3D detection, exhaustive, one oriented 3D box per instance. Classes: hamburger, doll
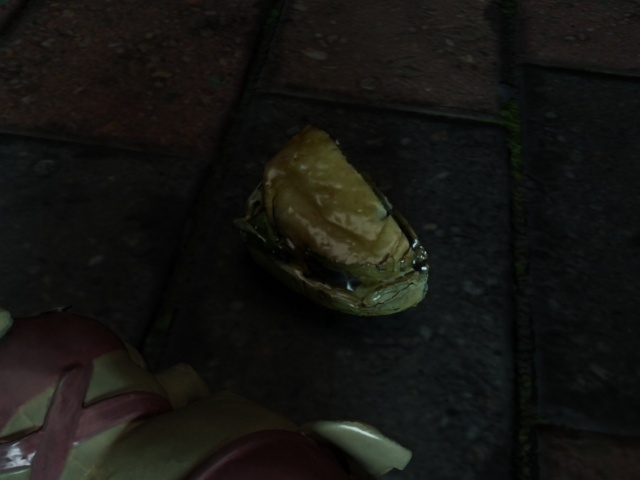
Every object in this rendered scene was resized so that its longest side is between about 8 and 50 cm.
[{"bbox_3d":[-0.008,-0.001,0.766,0.102,0.087,0.176,-25,54,-17],"label":"hamburger"},{"bbox_3d":[-0.086,0.142,0.514,0.256,0.196,0.152,25,4,29],"label":"doll"}]
